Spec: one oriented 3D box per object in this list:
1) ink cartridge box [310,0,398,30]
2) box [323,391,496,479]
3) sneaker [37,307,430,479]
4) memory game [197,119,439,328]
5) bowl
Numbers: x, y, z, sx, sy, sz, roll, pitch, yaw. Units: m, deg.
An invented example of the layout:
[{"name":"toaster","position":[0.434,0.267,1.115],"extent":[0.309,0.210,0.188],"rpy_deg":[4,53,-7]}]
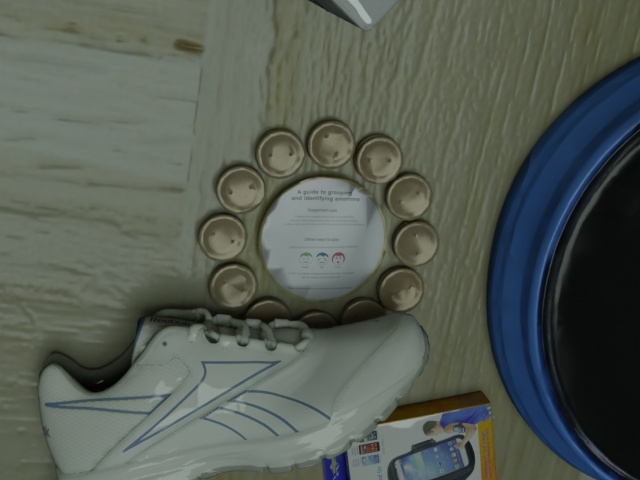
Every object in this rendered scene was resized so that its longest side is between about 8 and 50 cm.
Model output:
[{"name":"ink cartridge box","position":[0.025,-0.224,0.798],"extent":[0.086,0.203,0.148],"rpy_deg":[41,95,-21]},{"name":"box","position":[0.071,0.173,1.016],"extent":[0.136,0.028,0.081],"rpy_deg":[-10,108,-11]},{"name":"sneaker","position":[-0.067,0.104,0.921],"extent":[0.297,0.111,0.129],"rpy_deg":[-19,102,-1]},{"name":"memory game","position":[0.000,0.000,0.959],"extent":[0.186,0.012,0.186],"rpy_deg":[-3,107,-11]},{"name":"bowl","position":[0.326,0.036,1.004],"extent":[0.391,0.077,0.391],"rpy_deg":[-3,106,-11]}]
